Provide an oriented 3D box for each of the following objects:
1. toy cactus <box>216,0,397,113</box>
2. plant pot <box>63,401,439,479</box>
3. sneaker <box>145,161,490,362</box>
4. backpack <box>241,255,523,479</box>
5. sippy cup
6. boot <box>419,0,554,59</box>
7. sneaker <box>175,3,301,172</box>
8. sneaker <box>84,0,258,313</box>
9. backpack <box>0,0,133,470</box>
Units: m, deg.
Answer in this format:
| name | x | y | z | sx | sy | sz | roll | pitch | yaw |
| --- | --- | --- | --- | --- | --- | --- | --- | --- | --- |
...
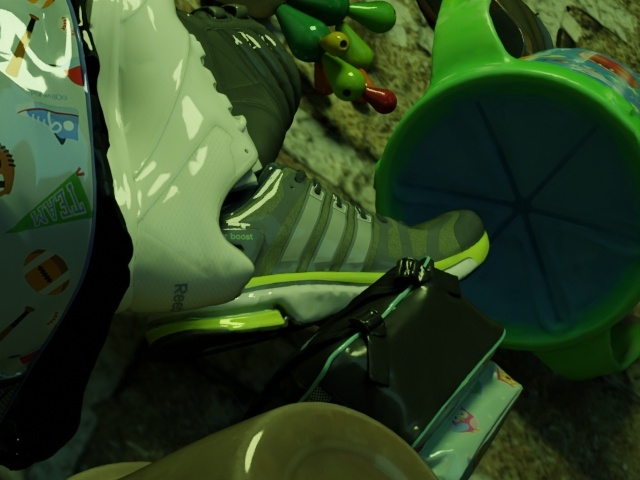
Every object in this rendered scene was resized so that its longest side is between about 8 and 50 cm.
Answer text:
| name | x | y | z | sx | sy | sz | roll | pitch | yaw |
| --- | --- | --- | --- | --- | --- | --- | --- | --- | --- |
| toy cactus | -0.011 | -0.210 | 1.460 | 0.180 | 0.112 | 0.219 | 10 | 58 | -22 |
| plant pot | -0.044 | 0.205 | 0.950 | 0.263 | 0.229 | 0.263 | 23 | 43 | -23 |
| sneaker | 0.000 | 0.000 | 1.220 | 0.300 | 0.111 | 0.121 | -11 | 84 | -39 |
| backpack | 0.029 | 0.122 | 1.121 | 0.144 | 0.188 | 0.166 | 47 | 41 | -6 |
| sippy cup | 0.187 | -0.056 | 1.402 | 0.240 | 0.305 | 0.224 | 19 | 25 | 14 |
| boot | 0.158 | -0.218 | 1.643 | 0.106 | 0.082 | 0.219 | 31 | 31 | -51 |
| sneaker | -0.134 | -0.158 | 1.299 | 0.296 | 0.104 | 0.147 | 46 | 37 | -8 |
| sneaker | -0.109 | -0.072 | 1.130 | 0.129 | 0.111 | 0.297 | 5 | 60 | -15 |
| backpack | -0.230 | -0.029 | 0.966 | 0.213 | 0.263 | 0.276 | 5 | 54 | -38 |
